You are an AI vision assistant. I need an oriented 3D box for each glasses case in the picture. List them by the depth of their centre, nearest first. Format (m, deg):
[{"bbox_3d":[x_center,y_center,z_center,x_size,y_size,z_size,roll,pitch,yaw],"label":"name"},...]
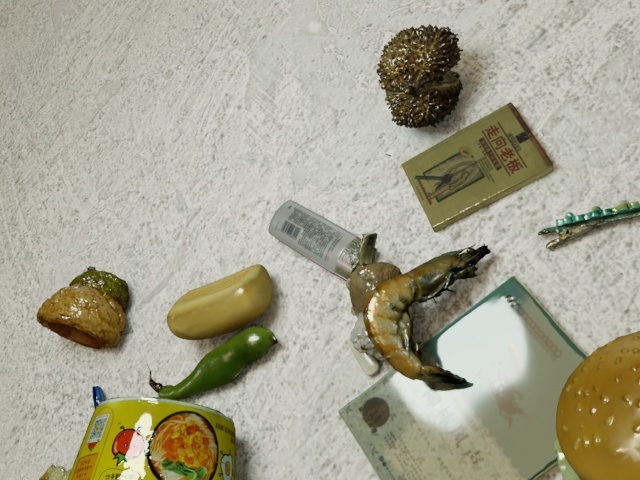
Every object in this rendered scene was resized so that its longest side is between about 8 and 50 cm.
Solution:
[{"bbox_3d":[0.076,0.199,1.063,0.032,0.021,0.083,-38,56,9],"label":"glasses case"}]

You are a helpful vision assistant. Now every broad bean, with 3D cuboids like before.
[{"bbox_3d":[-0.217,0.244,1.179,0.318,0.056,0.098,-20,79,20],"label":"broad bean"}]

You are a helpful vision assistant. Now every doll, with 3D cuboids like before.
[{"bbox_3d":[0.096,0.098,1.041,0.105,0.115,0.221,134,130,-57],"label":"doll"}]

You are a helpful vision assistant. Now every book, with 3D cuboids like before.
[{"bbox_3d":[0.237,0.264,0.940,0.379,0.031,0.264,-41,57,8],"label":"book"},{"bbox_3d":[0.277,-0.132,1.091,0.231,0.026,0.161,-29,58,15],"label":"book"}]

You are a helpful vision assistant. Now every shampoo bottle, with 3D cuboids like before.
[{"bbox_3d":[0.000,0.000,1.169,0.227,0.056,0.086,29,86,35],"label":"shampoo bottle"}]

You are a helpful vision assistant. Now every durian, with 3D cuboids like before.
[{"bbox_3d":[0.183,-0.297,1.108,0.167,0.196,0.196,-14,63,31],"label":"durian"}]

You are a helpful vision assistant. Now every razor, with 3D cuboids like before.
[{"bbox_3d":[-0.448,0.453,1.232,0.056,0.093,0.324,-1,57,-15],"label":"razor"}]

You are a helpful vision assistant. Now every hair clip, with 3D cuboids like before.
[{"bbox_3d":[0.431,-0.033,0.952,0.173,0.049,0.049,-19,61,23],"label":"hair clip"}]

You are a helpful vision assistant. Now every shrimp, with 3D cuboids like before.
[{"bbox_3d":[0.204,0.121,0.967,0.262,0.051,0.198,-28,78,-17],"label":"shrimp"}]

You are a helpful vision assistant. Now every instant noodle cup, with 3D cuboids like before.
[{"bbox_3d":[-0.280,0.420,1.008,0.326,0.325,0.254,-11,55,25],"label":"instant noodle cup"}]

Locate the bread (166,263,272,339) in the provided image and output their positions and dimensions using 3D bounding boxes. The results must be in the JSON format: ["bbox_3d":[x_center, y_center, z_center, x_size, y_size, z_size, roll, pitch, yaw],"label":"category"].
[{"bbox_3d":[-0.190,0.129,1.183,0.217,0.098,0.147,-20,19,20],"label":"bread"}]

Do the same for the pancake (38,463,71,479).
[{"bbox_3d":[-0.540,0.616,1.204,0.245,0.057,0.266,20,79,33],"label":"pancake"}]

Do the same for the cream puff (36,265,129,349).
[{"bbox_3d":[-0.507,0.134,1.337,0.183,0.183,0.168,1,58,29],"label":"cream puff"}]

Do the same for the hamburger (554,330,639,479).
[{"bbox_3d":[0.402,0.221,0.692,0.274,0.212,0.274,-41,11,10],"label":"hamburger"}]
